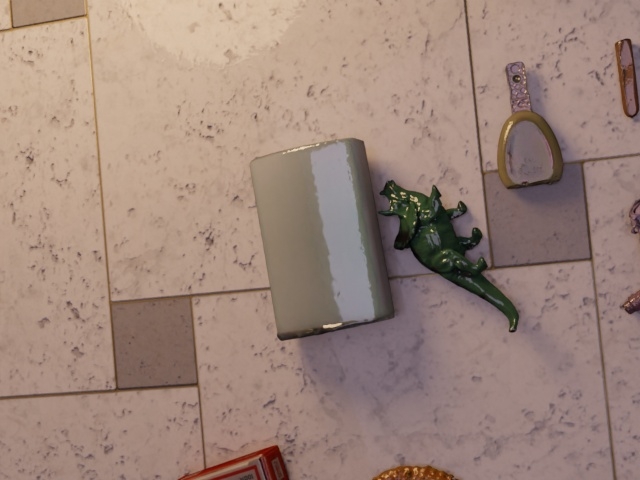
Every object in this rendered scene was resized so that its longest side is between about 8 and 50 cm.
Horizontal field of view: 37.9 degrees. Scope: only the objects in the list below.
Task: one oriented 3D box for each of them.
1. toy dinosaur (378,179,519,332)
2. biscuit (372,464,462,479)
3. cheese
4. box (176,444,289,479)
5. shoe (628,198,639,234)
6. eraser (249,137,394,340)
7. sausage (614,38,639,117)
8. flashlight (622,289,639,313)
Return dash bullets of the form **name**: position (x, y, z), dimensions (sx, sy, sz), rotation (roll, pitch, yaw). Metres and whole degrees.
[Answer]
- **toy dinosaur**: position (0.207, 0.007, 1.413), dimensions (0.292, 0.079, 0.120), rotation (36, 103, 15)
- **biscuit**: position (0.149, 0.476, 1.435), dimensions (0.254, 0.035, 0.254), rotation (0, 89, 15)
- **cheese**: position (0.308, -0.176, 1.410), dimensions (0.097, 0.037, 0.192), rotation (-9, 86, 13)
- **box**: position (-0.136, 0.417, 1.477), dimensions (0.182, 0.099, 0.133), rotation (-19, 86, 14)
- **shoe**: position (0.494, -0.006, 1.313), dimensions (0.137, 0.095, 0.245), rotation (19, 73, 23)
- **eraser**: position (0.000, 0.000, 1.450), dimensions (0.189, 0.104, 0.290), rotation (-11, 85, 26)
- **sausage**: position (0.455, -0.239, 1.380), dimensions (0.026, 0.026, 0.116), rotation (-7, 88, 14)
- **flashlight**: position (0.492, 0.070, 1.360), dimensions (0.110, 0.031, 0.052), rotation (-39, 56, 14)
